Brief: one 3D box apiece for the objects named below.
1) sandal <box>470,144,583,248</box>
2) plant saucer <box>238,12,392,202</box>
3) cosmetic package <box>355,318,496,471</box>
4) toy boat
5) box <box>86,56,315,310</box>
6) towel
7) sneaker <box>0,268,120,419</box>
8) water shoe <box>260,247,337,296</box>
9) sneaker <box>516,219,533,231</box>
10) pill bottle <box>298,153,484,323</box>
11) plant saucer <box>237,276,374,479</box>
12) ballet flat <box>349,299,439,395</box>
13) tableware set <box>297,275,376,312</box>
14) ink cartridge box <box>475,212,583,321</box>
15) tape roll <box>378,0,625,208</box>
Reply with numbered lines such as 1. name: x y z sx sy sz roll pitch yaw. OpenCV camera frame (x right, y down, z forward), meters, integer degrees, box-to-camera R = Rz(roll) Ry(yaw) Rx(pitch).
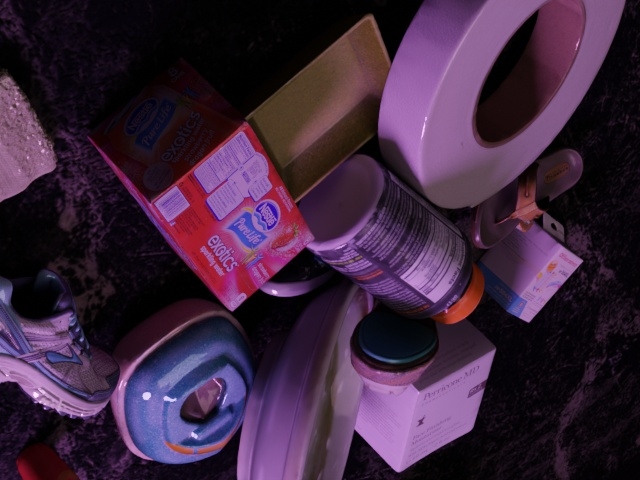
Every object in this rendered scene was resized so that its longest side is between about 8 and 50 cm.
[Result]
1. sandal: 0.293 -0.062 2.061 0.219 0.060 0.090 -29 117 -27
2. plant saucer: -0.005 -0.150 1.645 0.188 0.045 0.188 -41 149 -7
3. cosmetic package: 0.130 0.194 2.112 0.151 0.151 0.183 -26 144 -30
4. toy boat: -0.200 0.226 1.762 0.318 0.148 0.267 -37 149 -13
5. box: -0.118 -0.053 1.551 0.128 0.122 0.257 -41 149 -6
6. towel: -0.305 -0.087 1.382 0.110 0.027 0.148 -38 149 -13
7. sneaker: -0.284 0.101 1.555 0.122 0.110 0.283 -52 149 5
8. water shoe: 0.000 0.000 1.827 0.203 0.073 0.080 -27 123 -34
9. sneaker: 0.268 -0.045 2.111 0.032 0.037 0.083 -43 126 -17
10. pill bottle: 0.093 0.010 1.774 0.130 0.130 0.246 -48 129 6
11. plant saucer: -0.027 0.225 1.866 0.400 0.100 0.400 12 90 -80
12. ballet flat: 0.097 0.132 1.877 0.316 0.107 0.106 -51 158 -66
13. tableware set: 0.033 0.074 1.983 0.154 0.024 0.104 -28 142 -24
14. ink cartridge box: 0.307 0.032 2.190 0.143 0.090 0.092 -50 149 9
15. tape roll: 0.221 -0.214 1.764 0.392 0.072 0.392 -38 149 -28
